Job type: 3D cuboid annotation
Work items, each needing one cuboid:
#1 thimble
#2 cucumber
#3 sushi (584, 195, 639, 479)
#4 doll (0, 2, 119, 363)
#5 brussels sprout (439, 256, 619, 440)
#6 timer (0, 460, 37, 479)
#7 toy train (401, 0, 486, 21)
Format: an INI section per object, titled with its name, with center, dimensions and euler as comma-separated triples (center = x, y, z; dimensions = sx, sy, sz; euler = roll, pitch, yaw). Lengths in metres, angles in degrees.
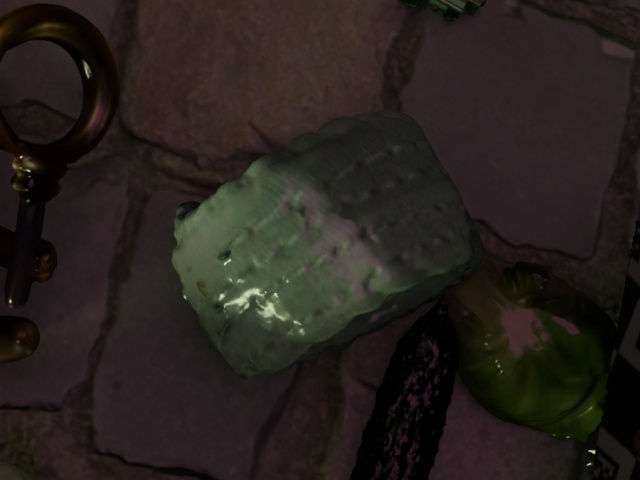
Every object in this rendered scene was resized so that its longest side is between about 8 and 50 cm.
[thimble]
center = 0.000, 0.000, 1.141
dimensions = 0.250, 0.205, 0.172
euler = -25, 80, -16
[cucumber]
center = 0.064, 0.194, 1.166
dimensions = 0.072, 0.072, 0.300
euler = 20, 75, -3
[sushi]
center = 0.326, 0.173, 1.198
dimensions = 0.320, 0.069, 0.339
euler = 23, 71, -34
[doll]
center = -0.331, -0.040, 1.076
dimensions = 0.318, 0.209, 0.340
euler = 6, 79, -22
[brussels sprout]
center = 0.187, 0.093, 1.208
dimensions = 0.181, 0.100, 0.139
euler = 42, 89, -14
[timer]
center = -0.223, 0.272, 1.016
dimensions = 0.240, 0.233, 0.233
euler = -24, 79, 8
[toy train]
center = 0.118, -0.241, 1.314
dimensions = 0.083, 0.033, 0.053
euler = 30, 78, -1
